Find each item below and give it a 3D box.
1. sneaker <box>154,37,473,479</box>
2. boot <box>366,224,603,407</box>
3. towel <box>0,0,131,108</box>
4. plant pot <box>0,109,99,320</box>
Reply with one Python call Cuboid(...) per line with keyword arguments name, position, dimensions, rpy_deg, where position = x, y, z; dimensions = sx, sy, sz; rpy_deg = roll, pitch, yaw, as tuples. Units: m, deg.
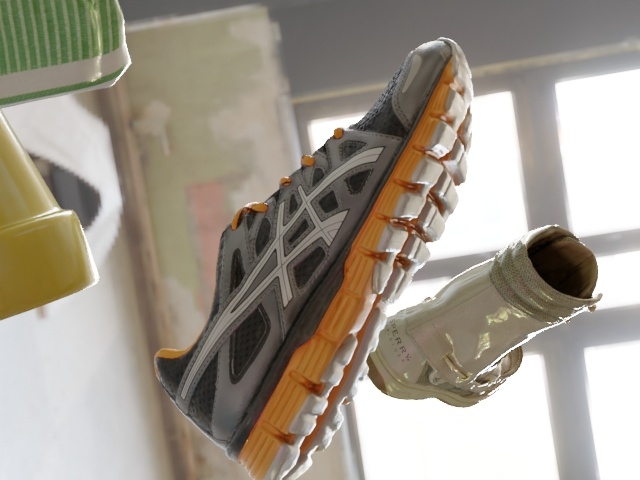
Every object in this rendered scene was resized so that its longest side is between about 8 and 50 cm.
Cuboid(name="sneaker", position=(0.000, 0.000, 0.624), dimensions=(0.215, 0.083, 0.084), rpy_deg=(-60, 159, -5))
Cuboid(name="boot", position=(0.143, 0.057, 1.051), dimensions=(0.213, 0.165, 0.077), rpy_deg=(7, 53, -57))
Cuboid(name="towel", position=(-0.274, -0.195, 0.961), dimensions=(0.325, 0.247, 0.038), rpy_deg=(79, 0, -57))
Cuboid(name="plant pot", position=(-0.380, -0.029, 1.414), dimensions=(0.254, 0.254, 0.239), rpy_deg=(-39, 111, -83))
